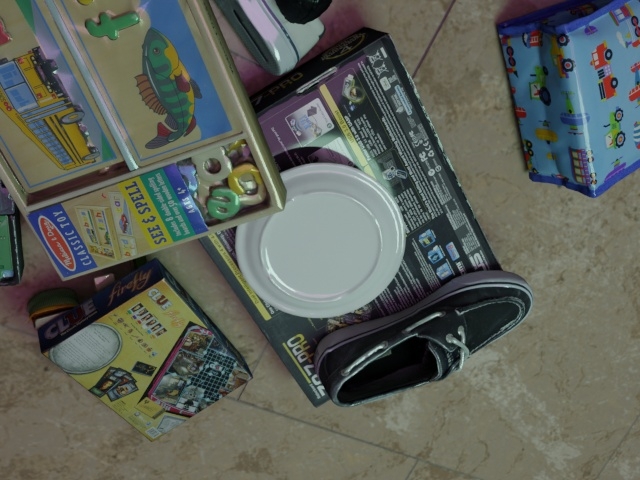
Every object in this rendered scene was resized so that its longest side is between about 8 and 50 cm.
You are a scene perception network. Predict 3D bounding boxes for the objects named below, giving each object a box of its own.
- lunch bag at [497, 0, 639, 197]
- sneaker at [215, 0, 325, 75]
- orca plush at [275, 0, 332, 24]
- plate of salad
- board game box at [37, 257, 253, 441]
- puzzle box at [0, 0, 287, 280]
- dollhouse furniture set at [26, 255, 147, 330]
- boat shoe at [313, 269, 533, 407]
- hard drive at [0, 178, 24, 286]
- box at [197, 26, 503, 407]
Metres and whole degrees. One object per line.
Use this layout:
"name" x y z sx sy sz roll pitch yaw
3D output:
"lunch bag" 0.407 -0.222 0.994 0.293 0.138 0.221 -25 113 -15
"sneaker" -0.086 -0.311 0.841 0.091 0.094 0.258 -43 121 -16
"orca plush" 0.010 -0.376 0.785 0.151 0.102 0.287 21 81 -36
"plate of salad" 0.000 0.000 0.894 0.200 0.048 0.200 -2 115 -4
"board game box" -0.209 0.145 0.956 0.165 0.042 0.243 -31 136 -2
"puzzle box" -0.231 -0.170 0.755 0.272 0.052 0.409 -17 117 11
"dollhouse furniture set" -0.286 0.052 0.925 0.152 0.076 0.058 -15 116 -20
"boat shoe" 0.142 0.129 0.958 0.301 0.102 0.108 -17 116 -8
"hard drive" -0.510 -0.058 0.824 0.339 0.064 0.237 -3 112 -14
"box" 0.026 -0.017 0.974 0.318 0.097 0.395 -33 116 -3
